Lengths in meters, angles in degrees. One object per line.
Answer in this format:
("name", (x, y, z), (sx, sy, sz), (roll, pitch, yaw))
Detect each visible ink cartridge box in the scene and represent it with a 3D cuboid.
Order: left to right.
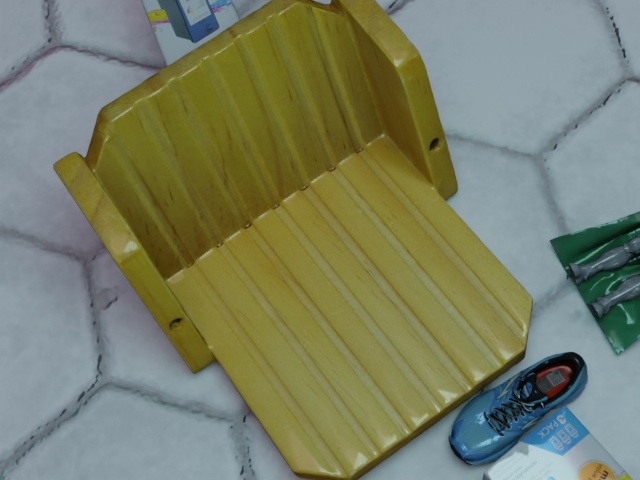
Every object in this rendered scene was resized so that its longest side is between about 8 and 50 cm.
("ink cartridge box", (-0.124, -0.207, 1.169), (0.093, 0.154, 0.212), (-21, 68, -1))
("ink cartridge box", (0.250, 0.260, 0.990), (0.104, 0.061, 0.181), (-38, 70, -9))

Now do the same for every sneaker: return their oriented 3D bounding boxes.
("sneaker", (0.192, 0.155, 1.033), (0.162, 0.073, 0.063), (-36, 69, -9))

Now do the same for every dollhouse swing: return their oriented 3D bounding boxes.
("dollhouse swing", (0.000, 0.000, 1.013), (0.347, 0.315, 0.305), (-34, 49, -9))

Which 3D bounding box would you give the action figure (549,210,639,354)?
("action figure", (0.368, -0.001, 1.070), (0.232, 0.063, 0.137), (-29, 75, 4))
